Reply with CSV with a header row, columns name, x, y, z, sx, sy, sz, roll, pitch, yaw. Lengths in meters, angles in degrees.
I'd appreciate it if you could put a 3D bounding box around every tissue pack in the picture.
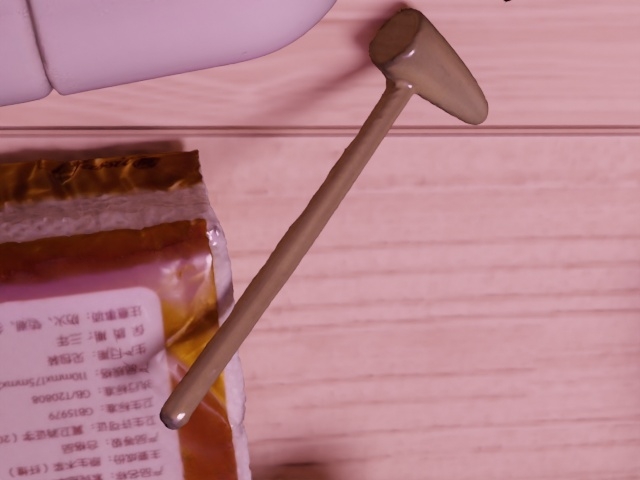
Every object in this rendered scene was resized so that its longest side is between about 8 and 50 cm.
name,x,y,z,sx,sy,sz,roll,pitch,yaw
tissue pack,-0.145,0.063,0.810,0.226,0.092,0.183,-7,125,-5

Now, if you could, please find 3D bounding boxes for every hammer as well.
name,x,y,z,sx,sy,sz,roll,pitch,yaw
hammer,0.000,0.000,0.770,0.060,0.028,0.195,45,73,-34

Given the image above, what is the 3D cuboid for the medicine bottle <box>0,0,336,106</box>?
name,x,y,z,sx,sy,sz,roll,pitch,yaw
medicine bottle,-0.154,-0.104,0.671,0.340,0.130,0.130,-8,125,-2
